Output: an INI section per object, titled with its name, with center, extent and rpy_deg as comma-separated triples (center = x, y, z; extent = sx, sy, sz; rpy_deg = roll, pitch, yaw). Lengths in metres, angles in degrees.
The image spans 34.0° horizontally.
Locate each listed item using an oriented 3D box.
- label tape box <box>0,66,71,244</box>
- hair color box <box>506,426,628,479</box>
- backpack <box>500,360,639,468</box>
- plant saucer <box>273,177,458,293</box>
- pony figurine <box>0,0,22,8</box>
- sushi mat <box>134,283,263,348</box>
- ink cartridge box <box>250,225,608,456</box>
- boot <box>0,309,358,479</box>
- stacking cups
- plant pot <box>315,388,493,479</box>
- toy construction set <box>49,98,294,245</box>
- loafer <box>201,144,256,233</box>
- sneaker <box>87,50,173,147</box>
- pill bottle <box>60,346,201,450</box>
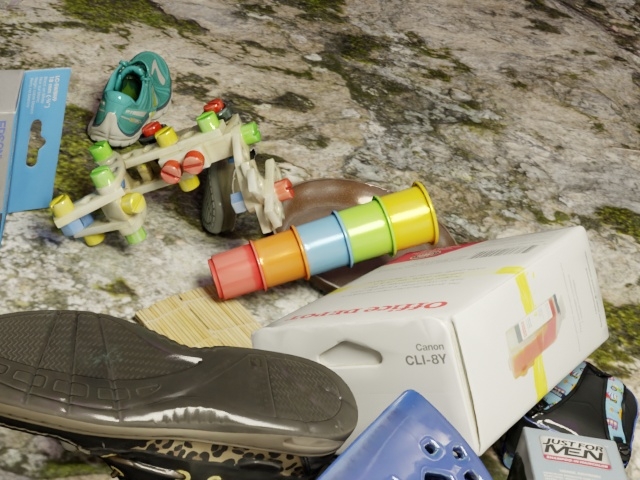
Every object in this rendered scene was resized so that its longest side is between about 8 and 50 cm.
[label tape box]
center = -0.472, -0.090, 1.338
extent = 0.333, 0.241, 0.106
rpy_deg = -9, 43, -35
[hair color box]
center = 0.255, 0.378, 1.038
extent = 0.113, 0.185, 0.374
rpy_deg = 10, 27, -2
[backpack]
center = 0.333, 0.238, 1.377
extent = 0.158, 0.117, 0.173
rpy_deg = 26, 35, 11
[plant saucer]
center = 0.067, 0.009, 1.631
extent = 0.310, 0.050, 0.310
rpy_deg = 14, 35, -10
[pony figurine]
center = -0.693, -0.467, 1.776
extent = 0.351, 0.303, 0.363
rpy_deg = 5, 51, -6
[sushi mat]
center = -0.096, 0.169, 1.355
extent = 0.151, 0.019, 0.316
rpy_deg = -18, 48, -40
[ink cartridge box]
center = 0.143, 0.117, 1.271
extent = 0.279, 0.160, 0.384
rpy_deg = -9, 9, 37
[boot]
center = -0.180, 0.220, 1.007
extent = 0.377, 0.284, 0.138
rpy_deg = 9, 36, -17
[stacking cups]
center = 0.000, 0.000, 1.451
extent = 0.316, 0.096, 0.096
rpy_deg = -14, 42, -8
[plant pot]
center = 0.072, 0.330, 1.010
extent = 0.212, 0.236, 0.236
rpy_deg = 38, 47, 17
[toy construction set]
center = -0.198, -0.090, 1.465
extent = 0.327, 0.151, 0.215
rpy_deg = -4, 30, 8
[loafer]
center = -0.136, -0.097, 1.640
extent = 0.087, 0.094, 0.251
rpy_deg = 8, 35, -8
[sneaker]
center = -0.308, -0.257, 1.767
extent = 0.107, 0.110, 0.275
rpy_deg = 16, 34, -4
[pill bottle]
center = -0.185, 0.182, 1.201
extent = 0.216, 0.121, 0.121
rpy_deg = 5, 37, -19
